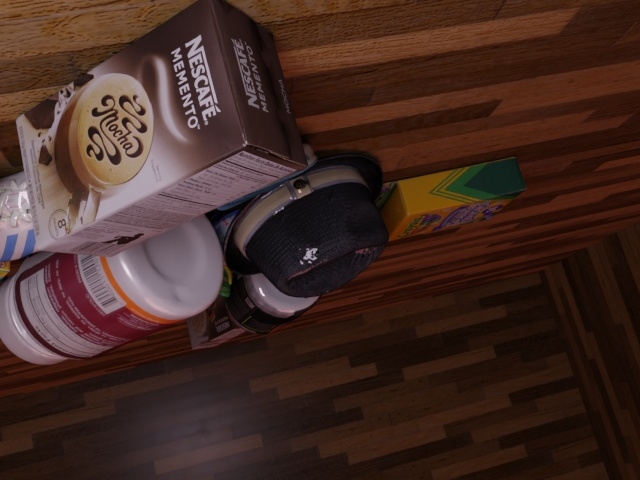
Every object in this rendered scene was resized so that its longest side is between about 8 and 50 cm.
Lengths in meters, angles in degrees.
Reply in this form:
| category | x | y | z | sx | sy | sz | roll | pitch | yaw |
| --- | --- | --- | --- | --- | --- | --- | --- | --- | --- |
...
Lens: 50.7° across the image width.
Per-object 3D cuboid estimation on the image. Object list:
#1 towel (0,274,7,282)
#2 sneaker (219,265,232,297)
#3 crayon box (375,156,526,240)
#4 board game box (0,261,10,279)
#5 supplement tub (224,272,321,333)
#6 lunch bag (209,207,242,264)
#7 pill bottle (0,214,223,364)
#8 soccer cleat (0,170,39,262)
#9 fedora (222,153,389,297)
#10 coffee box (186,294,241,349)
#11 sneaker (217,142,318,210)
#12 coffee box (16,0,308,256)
| category | x | y | z | sx | sy | sz | roll | pitch | yaw |
| --- | --- | --- | --- | --- | --- | --- | --- | --- | --- |
| towel | -0.666 | 0.084 | 1.295 | 0.120 | 0.029 | 0.067 | -20 | 166 | 20 |
| sneaker | -0.349 | 0.123 | 1.581 | 0.296 | 0.123 | 0.109 | -16 | 167 | 7 |
| crayon box | 0.258 | -0.082 | 1.488 | 0.323 | 0.083 | 0.203 | -12 | 166 | -11 |
| board game box | -0.660 | 0.077 | 1.199 | 0.124 | 0.039 | 0.259 | 14 | 150 | -39 |
| supplement tub | -0.125 | 0.120 | 1.661 | 0.194 | 0.193 | 0.316 | -8 | 165 | -25 |
| lunch bag | -0.172 | -0.002 | 1.329 | 0.151 | 0.096 | 0.129 | -24 | 167 | -6 |
| pill bottle | -0.375 | 0.077 | 1.161 | 0.392 | 0.224 | 0.224 | -24 | 164 | 33 |
| soccer cleat | -0.377 | -0.043 | 0.906 | 0.331 | 0.116 | 0.143 | -20 | 166 | 21 |
| fedora | 0.000 | 0.000 | 1.207 | 0.334 | 0.152 | 0.334 | -26 | 153 | -14 |
| coffee box | -0.296 | 0.224 | 2.006 | 0.098 | 0.141 | 0.247 | -2 | 162 | -41 |
| sneaker | -0.085 | -0.120 | 0.988 | 0.087 | 0.092 | 0.229 | -27 | -179 | 34 |
| coffee box | -0.181 | -0.110 | 0.740 | 0.297 | 0.168 | 0.119 | -22 | 165 | 26 |
